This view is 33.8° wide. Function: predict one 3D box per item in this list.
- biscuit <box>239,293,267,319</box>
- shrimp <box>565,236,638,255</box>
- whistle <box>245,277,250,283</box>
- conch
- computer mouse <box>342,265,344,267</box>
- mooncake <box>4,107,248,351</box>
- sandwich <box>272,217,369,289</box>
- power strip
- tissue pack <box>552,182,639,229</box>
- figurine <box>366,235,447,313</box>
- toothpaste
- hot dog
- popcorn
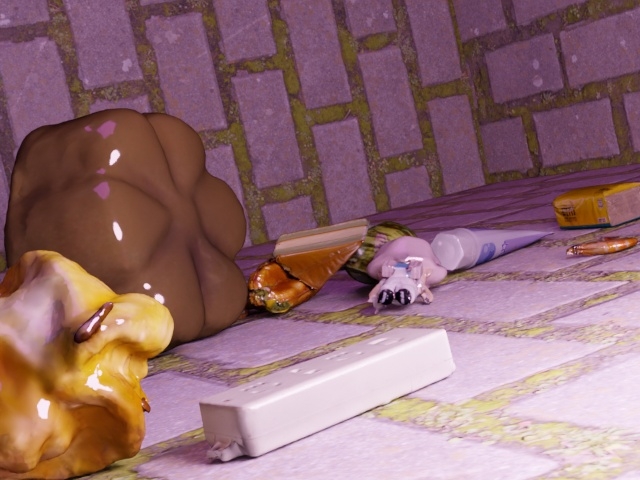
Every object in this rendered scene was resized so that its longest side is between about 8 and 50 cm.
[{"bbox_3d":[-0.176,0.117,2.091,0.204,0.031,0.138,-2,23,-3],"label":"biscuit"},{"bbox_3d":[0.493,0.010,1.850,0.127,0.025,0.091,-8,5,6],"label":"shrimp"},{"bbox_3d":[-0.237,0.111,2.202,0.244,0.092,0.110,-15,3,-18],"label":"whistle"},{"bbox_3d":[0.110,0.023,2.043,0.181,0.124,0.187,2,-5,40],"label":"conch"},{"bbox_3d":[0.106,0.030,2.490,0.232,0.057,0.120,-13,4,27],"label":"computer mouse"},{"bbox_3d":[-0.329,-0.015,1.853,0.262,0.467,0.467,-16,3,25],"label":"mooncake"},{"bbox_3d":[0.000,0.000,1.986,0.163,0.113,0.079,-46,18,37],"label":"sandwich"},{"bbox_3d":[0.020,0.156,1.140,0.338,0.058,0.098,-15,5,-36],"label":"power strip"},{"bbox_3d":[0.596,-0.074,2.247,0.120,0.082,0.169,-16,6,-26],"label":"tissue pack"},{"bbox_3d":[0.142,0.056,1.788,0.137,0.112,0.229,-6,16,16],"label":"figurine"},{"bbox_3d":[0.340,0.003,2.102,0.125,0.080,0.371,-10,0,35],"label":"toothpaste"},{"bbox_3d":[-0.071,0.080,2.048,0.072,0.115,0.269,-43,-9,21],"label":"hot dog"},{"bbox_3d":[-0.328,0.155,1.125,0.315,0.281,0.297,17,53,15],"label":"popcorn"}]
